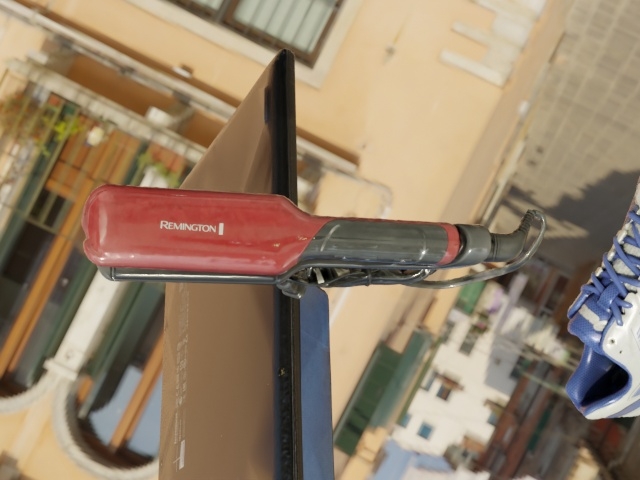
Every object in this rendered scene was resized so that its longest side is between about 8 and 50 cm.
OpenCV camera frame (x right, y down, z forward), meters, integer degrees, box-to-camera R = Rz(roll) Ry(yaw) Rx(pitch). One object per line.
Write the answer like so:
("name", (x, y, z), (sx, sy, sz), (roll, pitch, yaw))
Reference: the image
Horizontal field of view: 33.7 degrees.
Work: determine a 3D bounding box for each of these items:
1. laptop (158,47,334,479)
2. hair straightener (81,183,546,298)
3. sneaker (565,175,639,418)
("laptop", (-0.007, 0.127, 0.888), (0.236, 0.382, 0.408), (10, 152, -23))
("hair straightener", (0.000, 0.000, 0.539), (0.230, 0.047, 0.089), (-3, 168, -7))
("sneaker", (0.292, 0.050, 0.949), (0.131, 0.296, 0.112), (-15, -146, -17))
